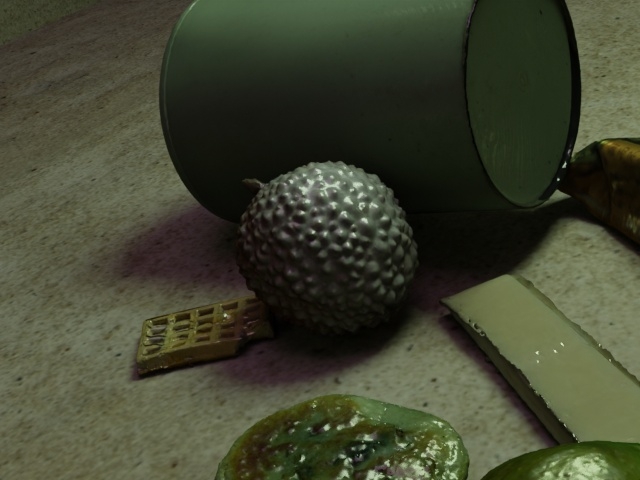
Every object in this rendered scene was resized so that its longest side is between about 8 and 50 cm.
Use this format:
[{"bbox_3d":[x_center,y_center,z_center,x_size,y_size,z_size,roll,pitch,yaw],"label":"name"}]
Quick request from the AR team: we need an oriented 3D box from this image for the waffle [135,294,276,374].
[{"bbox_3d":[-0.110,0.089,0.943,0.135,0.021,0.092,-12,23,3],"label":"waffle"}]

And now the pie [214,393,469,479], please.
[{"bbox_3d":[0.012,0.168,0.692,0.186,0.041,0.187,-10,24,4],"label":"pie"}]

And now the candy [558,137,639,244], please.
[{"bbox_3d":[0.324,-0.053,0.951,0.143,0.101,0.271,-10,19,-8],"label":"candy"}]

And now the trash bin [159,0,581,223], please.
[{"bbox_3d":[0.031,-0.156,1.055,0.432,0.280,0.280,2,28,38],"label":"trash bin"}]

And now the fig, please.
[{"bbox_3d":[0.154,0.156,0.537,0.156,0.123,0.123,-40,34,-22],"label":"fig"}]

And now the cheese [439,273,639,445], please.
[{"bbox_3d":[0.197,0.118,0.723,0.085,0.034,0.400,-14,25,-10],"label":"cheese"}]

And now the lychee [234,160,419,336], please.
[{"bbox_3d":[0.000,0.000,0.901,0.165,0.165,0.197,-24,59,-23],"label":"lychee"}]
